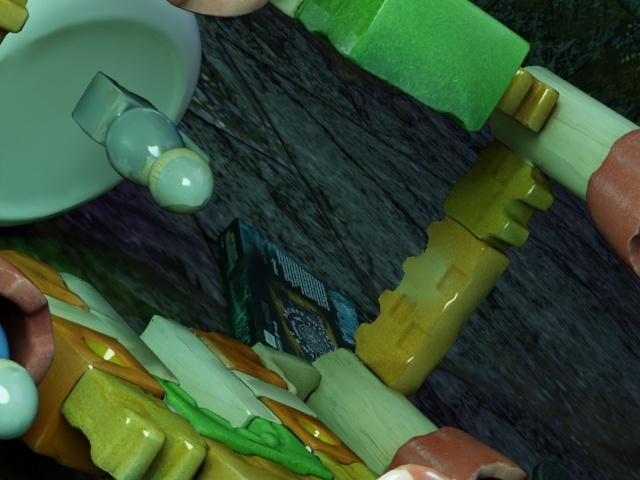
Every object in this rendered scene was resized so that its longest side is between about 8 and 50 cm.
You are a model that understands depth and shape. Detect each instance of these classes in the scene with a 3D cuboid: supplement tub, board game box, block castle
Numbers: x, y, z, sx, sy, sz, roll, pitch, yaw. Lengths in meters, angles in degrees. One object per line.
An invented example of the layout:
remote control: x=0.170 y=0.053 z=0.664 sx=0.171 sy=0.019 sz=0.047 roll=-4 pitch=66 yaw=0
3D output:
supplement tub: x=-0.210 y=-0.160 z=0.951 sx=0.191 sy=0.191 sz=0.272 roll=20 pitch=29 yaw=-56
board game box: x=-0.014 y=0.067 z=1.164 sx=0.126 sy=0.026 sz=0.186 roll=38 pitch=17 yaw=-23
block castle: x=0.000 y=0.000 z=0.791 sx=0.453 sy=0.303 sz=0.213 roll=26 pitch=11 yaw=-45

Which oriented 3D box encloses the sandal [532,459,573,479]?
sandal: x=0.190 y=0.247 z=1.208 sx=0.067 sy=0.040 sz=0.179 roll=20 pitch=43 yaw=-45

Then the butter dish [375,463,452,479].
butter dish: x=0.027 y=0.172 z=0.502 sx=0.160 sy=0.160 sz=0.118 roll=42 pitch=-8 yaw=-2
